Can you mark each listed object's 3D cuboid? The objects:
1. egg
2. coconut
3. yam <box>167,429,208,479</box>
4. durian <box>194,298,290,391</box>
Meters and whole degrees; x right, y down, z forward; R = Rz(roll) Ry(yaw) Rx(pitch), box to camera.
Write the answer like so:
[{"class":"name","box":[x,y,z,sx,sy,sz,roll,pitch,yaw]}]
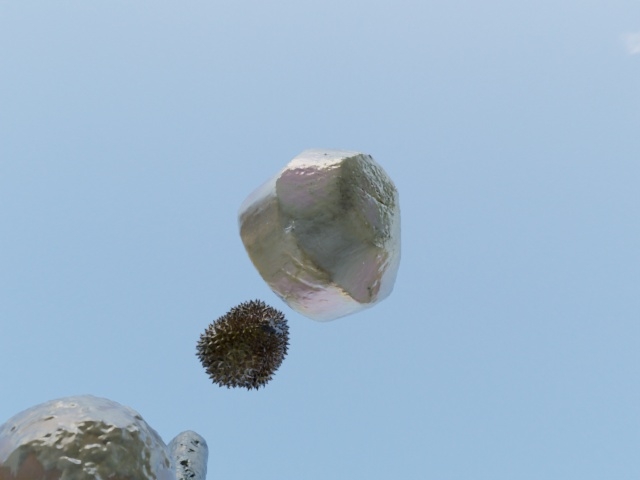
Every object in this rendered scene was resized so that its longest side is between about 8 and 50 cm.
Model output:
[{"class":"egg","box":[-0.247,0.258,0.732,0.203,0.245,0.203,16,-118,-31]},{"class":"coconut","box":[0.000,0.000,0.982,0.237,0.197,0.236,15,-58,25]},{"class":"yam","box":[-0.219,0.377,1.183,0.078,0.179,0.078,-1,-72,-4]},{"class":"durian","box":[-0.123,0.174,1.217,0.137,0.158,0.168,43,-53,11]}]
